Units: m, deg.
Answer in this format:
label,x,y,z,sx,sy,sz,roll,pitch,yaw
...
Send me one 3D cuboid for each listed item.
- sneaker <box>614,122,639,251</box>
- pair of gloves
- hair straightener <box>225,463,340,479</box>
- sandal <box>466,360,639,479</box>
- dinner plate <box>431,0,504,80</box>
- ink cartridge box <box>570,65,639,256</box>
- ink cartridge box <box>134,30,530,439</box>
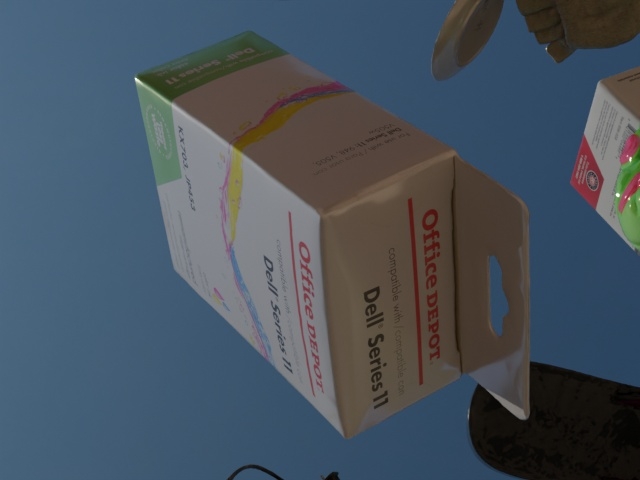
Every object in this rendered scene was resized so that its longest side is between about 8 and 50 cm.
label,x,y,z,sx,sy,sz,roll,pitch,yaw
sneaker,0.430,-0.137,0.814,0.202,0.483,0.185,34,-145,-15
pair of gloves,0.264,-0.311,1.151,0.240,0.204,0.042,57,-146,-13
hair straightener,-0.001,0.243,0.983,0.230,0.047,0.089,15,-144,-23
sandal,0.383,0.224,1.233,0.445,0.107,0.168,6,-105,1
dinner plate,0.165,-0.231,1.222,0.017,0.141,0.141,32,-109,20
ink cartridge box,0.465,-0.071,1.477,0.114,0.197,0.273,-21,-127,-19
ink cartridge box,0.000,0.000,0.866,0.119,0.207,0.353,-25,-143,-24
